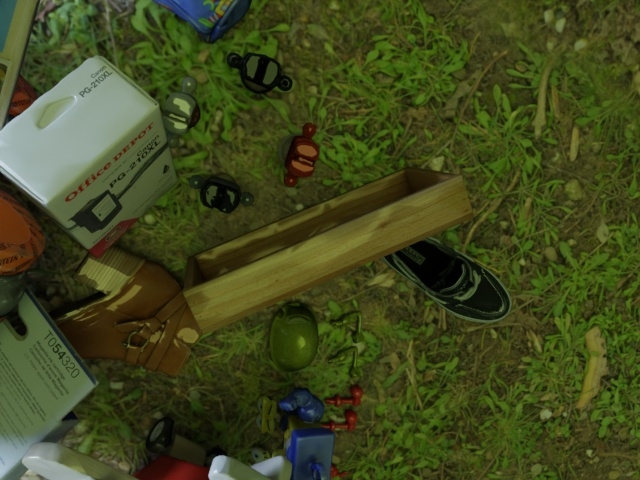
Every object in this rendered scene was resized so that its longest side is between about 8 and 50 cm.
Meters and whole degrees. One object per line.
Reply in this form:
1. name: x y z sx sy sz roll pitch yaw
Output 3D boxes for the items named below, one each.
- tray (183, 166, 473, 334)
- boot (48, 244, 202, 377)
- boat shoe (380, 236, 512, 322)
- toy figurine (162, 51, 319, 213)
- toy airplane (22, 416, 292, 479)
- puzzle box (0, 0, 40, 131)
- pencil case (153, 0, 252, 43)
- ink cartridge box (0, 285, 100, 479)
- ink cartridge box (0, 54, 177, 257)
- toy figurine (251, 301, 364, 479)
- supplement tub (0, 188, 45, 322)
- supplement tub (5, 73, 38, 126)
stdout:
1. tray: 0.000 0.000 0.815 0.411 0.203 0.076 -24 106 -7
2. boot: -0.325 0.161 0.838 0.220 0.109 0.283 35 84 -20
3. boat shoe: 0.231 0.065 0.930 0.301 0.102 0.108 35 92 -16
4. toy figurine: -0.119 -0.160 0.795 0.209 0.148 0.213 -28 108 0
5. toy airplane: -0.178 0.413 0.730 0.386 0.384 0.272 19 60 15
6. puzzle box: -0.432 -0.330 0.545 0.272 0.052 0.409 14 86 -28
7. pencil case: -0.239 -0.398 0.727 0.306 0.119 0.133 31 69 -16
8. ink cartridge box: -0.490 0.177 0.728 0.330 0.071 0.324 -43 78 4
9. ink cartridge box: -0.289 -0.094 0.688 0.100 0.237 0.172 39 72 3
10. toy figurine: 0.002 0.307 0.868 0.191 0.217 0.362 5 100 -14
11. supplement tub: -0.485 0.074 0.605 0.316 0.193 0.193 -44 106 4
12. supplement tub: -0.548 -0.127 0.667 0.338 0.207 0.207 -42 106 -3
